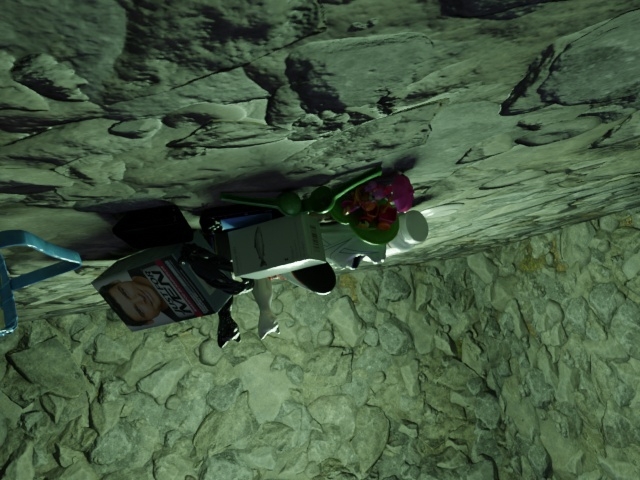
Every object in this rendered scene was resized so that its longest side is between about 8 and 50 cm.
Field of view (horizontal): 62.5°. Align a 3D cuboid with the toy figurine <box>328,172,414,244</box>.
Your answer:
[{"bbox_3d":[0.123,-0.088,1.113,0.173,0.130,0.159,17,150,-13],"label":"toy figurine"}]

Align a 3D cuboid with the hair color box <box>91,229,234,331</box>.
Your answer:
[{"bbox_3d":[-0.413,0.116,1.380,0.374,0.185,0.114,-16,-155,38],"label":"hair color box"}]

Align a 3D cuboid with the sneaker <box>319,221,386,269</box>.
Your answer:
[{"bbox_3d":[0.031,0.012,1.294,0.297,0.130,0.111,-8,-177,40],"label":"sneaker"}]

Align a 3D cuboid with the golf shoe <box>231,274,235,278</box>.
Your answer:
[{"bbox_3d":[-0.352,0.102,1.686,0.186,0.068,0.086,23,-140,30],"label":"golf shoe"}]

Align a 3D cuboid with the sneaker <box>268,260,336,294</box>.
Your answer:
[{"bbox_3d":[-0.080,0.063,1.319,0.270,0.090,0.145,31,155,12],"label":"sneaker"}]

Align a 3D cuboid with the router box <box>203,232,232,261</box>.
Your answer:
[{"bbox_3d":[-0.244,0.042,1.515,0.242,0.081,0.308,-18,169,42],"label":"router box"}]

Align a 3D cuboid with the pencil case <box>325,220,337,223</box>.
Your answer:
[{"bbox_3d":[0.000,0.000,1.434,0.236,0.105,0.104,-9,172,20],"label":"pencil case"}]

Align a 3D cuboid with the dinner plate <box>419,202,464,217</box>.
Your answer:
[{"bbox_3d":[0.367,-0.088,1.605,0.141,0.017,0.141,-10,173,-1],"label":"dinner plate"}]

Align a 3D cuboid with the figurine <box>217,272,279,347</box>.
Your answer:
[{"bbox_3d":[-0.216,0.188,1.522,0.214,0.210,0.092,-5,170,-35],"label":"figurine"}]

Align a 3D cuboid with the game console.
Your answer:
[{"bbox_3d":[-0.237,-0.039,1.120,0.360,0.044,0.213,-10,172,-8],"label":"game console"}]

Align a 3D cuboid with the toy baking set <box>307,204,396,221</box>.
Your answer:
[{"bbox_3d":[0.053,-0.073,1.301,0.196,0.030,0.256,-10,180,-43],"label":"toy baking set"}]

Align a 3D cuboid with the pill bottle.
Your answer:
[{"bbox_3d":[0.201,-0.016,1.524,0.121,0.121,0.216,-3,169,-38],"label":"pill bottle"}]

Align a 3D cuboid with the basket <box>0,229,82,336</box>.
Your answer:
[{"bbox_3d":[-0.574,0.062,0.864,0.288,0.201,0.255,-16,169,-7],"label":"basket"}]

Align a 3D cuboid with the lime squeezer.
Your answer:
[{"bbox_3d":[-0.034,-0.082,1.036,0.310,0.059,0.110,-9,172,-2],"label":"lime squeezer"}]

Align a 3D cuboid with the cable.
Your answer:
[{"bbox_3d":[-0.236,0.066,1.200,0.184,0.047,0.150,27,-173,-16],"label":"cable"}]

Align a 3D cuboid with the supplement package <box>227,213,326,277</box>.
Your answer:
[{"bbox_3d":[-0.094,0.015,1.151,0.179,0.105,0.105,-15,170,20],"label":"supplement package"}]
